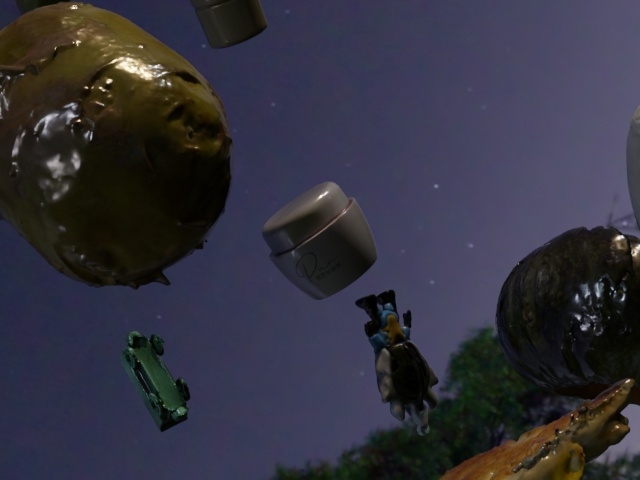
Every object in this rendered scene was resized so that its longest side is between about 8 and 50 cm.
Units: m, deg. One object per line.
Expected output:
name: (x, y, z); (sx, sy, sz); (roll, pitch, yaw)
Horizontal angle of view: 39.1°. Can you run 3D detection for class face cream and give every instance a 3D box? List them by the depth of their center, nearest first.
face cream: (0.000, 0.000, 1.013); (0.117, 0.117, 0.104); (-42, -78, -38)
face cream: (-0.160, -0.410, 1.109); (0.137, 0.084, 0.341); (-32, -64, -23)

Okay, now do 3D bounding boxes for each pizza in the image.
pizza: (0.087, 0.127, 0.442); (0.176, 0.036, 0.184); (-39, -10, 10)

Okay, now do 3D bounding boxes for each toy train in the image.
toy train: (-0.275, 0.233, 1.497); (0.070, 0.172, 0.099); (-23, -23, -29)

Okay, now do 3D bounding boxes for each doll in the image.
doll: (0.104, 0.161, 1.179); (0.096, 0.070, 0.195); (-11, -103, -37)

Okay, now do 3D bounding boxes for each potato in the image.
potato: (-0.217, -0.099, 0.829); (0.246, 0.299, 0.196); (-62, 8, -6)

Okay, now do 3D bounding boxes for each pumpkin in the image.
pumpkin: (0.378, 0.106, 1.154); (0.320, 0.320, 0.192); (30, -117, -55)

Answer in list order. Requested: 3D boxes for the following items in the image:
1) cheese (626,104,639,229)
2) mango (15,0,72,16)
cheese: (0.340, -0.029, 0.726); (0.198, 0.189, 0.154); (14, -51, -48)
mango: (-0.442, -0.404, 1.435); (0.092, 0.130, 0.195); (12, -122, -35)
